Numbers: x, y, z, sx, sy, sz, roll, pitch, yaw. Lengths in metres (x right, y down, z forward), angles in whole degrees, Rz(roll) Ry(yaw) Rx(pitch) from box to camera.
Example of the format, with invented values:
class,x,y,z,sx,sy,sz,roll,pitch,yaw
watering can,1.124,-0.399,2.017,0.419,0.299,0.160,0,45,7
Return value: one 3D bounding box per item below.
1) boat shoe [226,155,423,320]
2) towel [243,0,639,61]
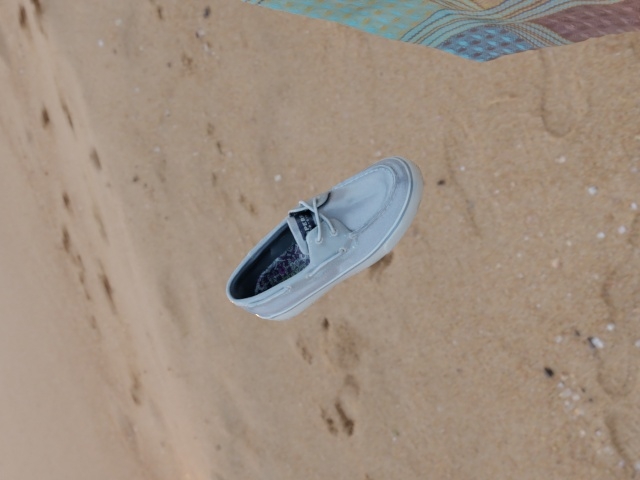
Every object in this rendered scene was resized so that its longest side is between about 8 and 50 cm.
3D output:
class,x,y,z,sx,sy,sz,roll,pitch,yaw
boat shoe,-0.001,0.000,0.862,0.227,0.081,0.079,-42,58,22
towel,0.034,-0.159,0.499,0.271,0.370,0.040,8,91,62
